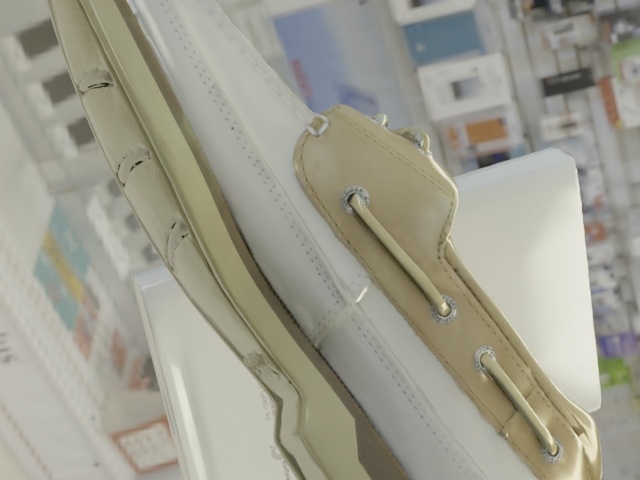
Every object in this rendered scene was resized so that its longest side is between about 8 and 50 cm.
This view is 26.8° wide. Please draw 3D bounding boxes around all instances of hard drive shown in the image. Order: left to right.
[{"bbox_3d":[0.042,0.073,0.928,0.040,0.307,0.203,-137,-147,-62],"label":"hard drive"}]

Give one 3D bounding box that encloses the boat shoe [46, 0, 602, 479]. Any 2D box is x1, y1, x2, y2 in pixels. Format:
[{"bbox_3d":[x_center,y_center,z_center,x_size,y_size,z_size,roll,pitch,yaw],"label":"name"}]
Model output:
[{"bbox_3d":[0.000,0.000,0.524,0.302,0.103,0.113,60,-14,-6],"label":"boat shoe"}]
